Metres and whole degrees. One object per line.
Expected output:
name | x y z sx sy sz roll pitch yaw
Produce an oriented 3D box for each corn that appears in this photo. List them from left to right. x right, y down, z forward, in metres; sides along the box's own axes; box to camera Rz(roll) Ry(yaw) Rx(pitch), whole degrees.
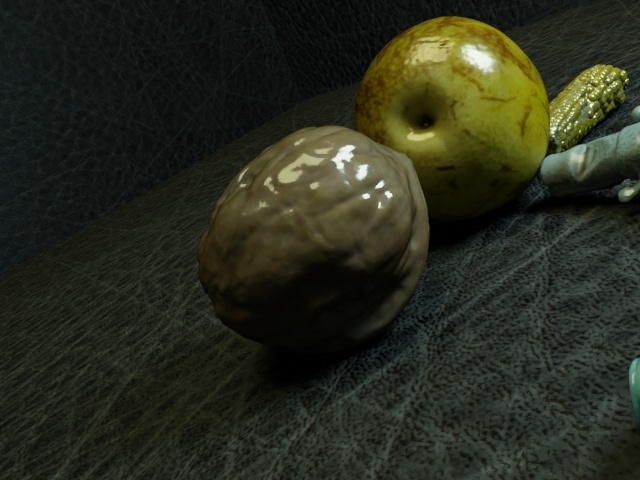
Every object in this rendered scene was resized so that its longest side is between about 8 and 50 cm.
corn | 0.419 -0.213 1.070 0.086 0.087 0.288 -4 28 48

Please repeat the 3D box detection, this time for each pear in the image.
pear | 0.182 -0.161 0.913 0.280 0.281 0.281 -22 17 7

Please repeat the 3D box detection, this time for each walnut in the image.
walnut | -0.001 -0.001 0.738 0.273 0.273 0.227 -25 49 -4

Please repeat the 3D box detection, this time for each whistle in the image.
whistle | 0.392 -0.105 0.716 0.133 0.142 0.346 -1 -8 -29

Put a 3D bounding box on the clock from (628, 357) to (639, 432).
clock | 0.286 0.075 0.358 0.223 0.094 0.274 -20 18 7
